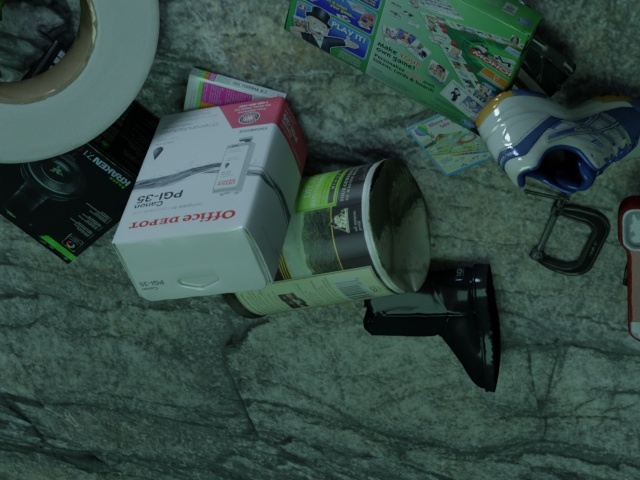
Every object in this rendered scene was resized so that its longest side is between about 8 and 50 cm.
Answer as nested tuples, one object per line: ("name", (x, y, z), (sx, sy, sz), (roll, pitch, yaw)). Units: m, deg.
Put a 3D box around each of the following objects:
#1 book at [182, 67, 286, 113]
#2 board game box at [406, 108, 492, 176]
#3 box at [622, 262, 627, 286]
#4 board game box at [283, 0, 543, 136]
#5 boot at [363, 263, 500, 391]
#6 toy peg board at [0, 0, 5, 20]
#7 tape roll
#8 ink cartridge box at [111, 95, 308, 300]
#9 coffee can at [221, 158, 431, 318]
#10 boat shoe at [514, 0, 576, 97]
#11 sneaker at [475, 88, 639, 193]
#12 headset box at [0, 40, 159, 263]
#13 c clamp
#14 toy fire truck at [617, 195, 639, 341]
("book", (-0.128, -0.195, 2.081), (0.144, 0.035, 0.096), (17, 136, 1))
("board game box", (0.213, -0.157, 1.994), (0.154, 0.026, 0.103), (-22, 123, 36))
("box", (0.579, 0.041, 2.046), (0.233, 0.044, 0.159), (20, 137, 1))
("board game box", (0.112, -0.282, 1.821), (0.317, 0.046, 0.213), (30, 146, 9))
("boot", (0.179, 0.137, 2.254), (0.207, 0.094, 0.247), (-1, 127, 16))
("toy peg board", (-0.487, -0.367, 1.960), (0.079, 0.161, 0.161), (0, 136, -4))
("tape roll", (-0.409, -0.292, 1.892), (0.392, 0.072, 0.392), (-12, 122, -19))
("ink cartridge box", (-0.150, -0.062, 1.995), (0.207, 0.283, 0.117), (-7, 132, 19))
("coffee can", (0.000, 0.000, 2.107), (0.275, 0.201, 0.201), (-10, 129, 28))
("boat shoe", (0.241, -0.283, 1.837), (0.079, 0.084, 0.233), (-43, 106, 4))
("sneaker", (0.340, -0.113, 1.838), (0.296, 0.131, 0.112), (-2, 145, -28))
("headset box", (-0.404, -0.126, 2.181), (0.246, 0.131, 0.283), (39, 135, -18))
("c clamp", (0.357, -0.010, 2.099), (0.137, 0.022, 0.161), (10, 135, 3))
("toy fire truck", (0.564, 0.058, 1.935), (0.302, 0.169, 0.254), (1, 115, 18))
